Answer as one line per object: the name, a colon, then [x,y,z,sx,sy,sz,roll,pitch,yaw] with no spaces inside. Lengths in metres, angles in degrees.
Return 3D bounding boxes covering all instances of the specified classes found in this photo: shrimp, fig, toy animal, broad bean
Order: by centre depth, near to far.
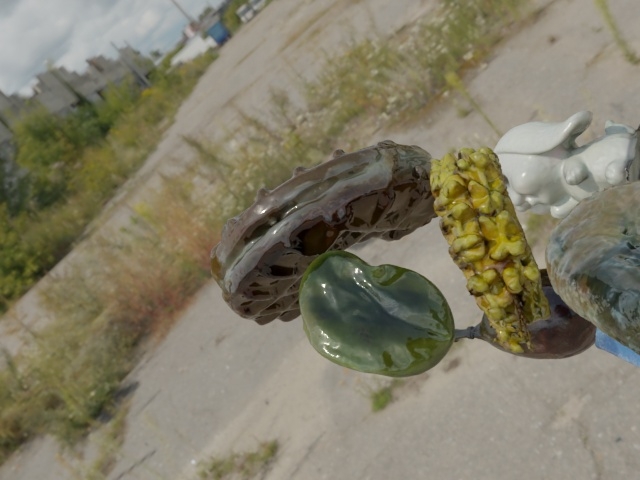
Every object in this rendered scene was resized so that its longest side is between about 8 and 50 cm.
shrimp: [0.409,0.047,0.943,0.221,0.110,0.445,-38,28,4]
broad bean: [0.058,0.088,1.026,0.153,0.072,0.207,-48,50,-10]
fig: [0.335,0.133,1.430,0.274,0.145,0.170,-18,11,35]
toy animal: [0.463,-0.143,1.564,0.249,0.289,0.174,83,-159,-65]

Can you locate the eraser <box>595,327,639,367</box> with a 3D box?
eraser: [0.454,0.110,1.006,0.312,0.043,0.144,-153,66,-63]

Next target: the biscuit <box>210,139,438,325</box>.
biscuit: [-0.006,-0.005,1.175,0.268,0.115,0.366,-3,-33,-50]

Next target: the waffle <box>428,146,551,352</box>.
waffle: [0.163,0.006,0.796,0.070,0.197,0.193,-22,4,12]
